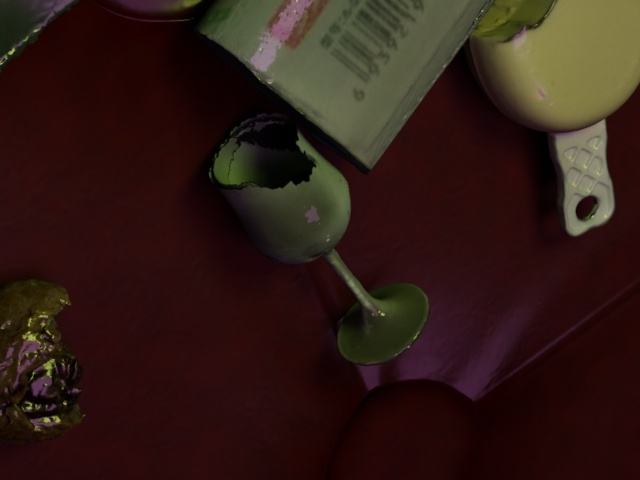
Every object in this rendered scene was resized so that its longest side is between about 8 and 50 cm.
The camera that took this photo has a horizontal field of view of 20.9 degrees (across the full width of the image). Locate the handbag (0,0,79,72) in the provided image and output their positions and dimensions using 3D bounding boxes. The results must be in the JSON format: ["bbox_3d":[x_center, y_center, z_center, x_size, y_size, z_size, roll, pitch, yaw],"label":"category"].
[{"bbox_3d":[-0.195,-0.254,0.973,0.247,0.079,0.260,-44,124,-12],"label":"handbag"}]

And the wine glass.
[{"bbox_3d":[0.000,0.000,1.209,0.079,0.079,0.195,-45,128,-9],"label":"wine glass"}]

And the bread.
[{"bbox_3d":[-0.195,0.086,1.130,0.082,0.060,0.113,-21,122,-27],"label":"bread"}]

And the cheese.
[{"bbox_3d":[0.200,-0.130,1.286,0.163,0.071,0.249,-42,126,-10],"label":"cheese"}]

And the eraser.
[{"bbox_3d":[0.041,-0.180,1.157,0.174,0.081,0.227,38,87,-42],"label":"eraser"}]
